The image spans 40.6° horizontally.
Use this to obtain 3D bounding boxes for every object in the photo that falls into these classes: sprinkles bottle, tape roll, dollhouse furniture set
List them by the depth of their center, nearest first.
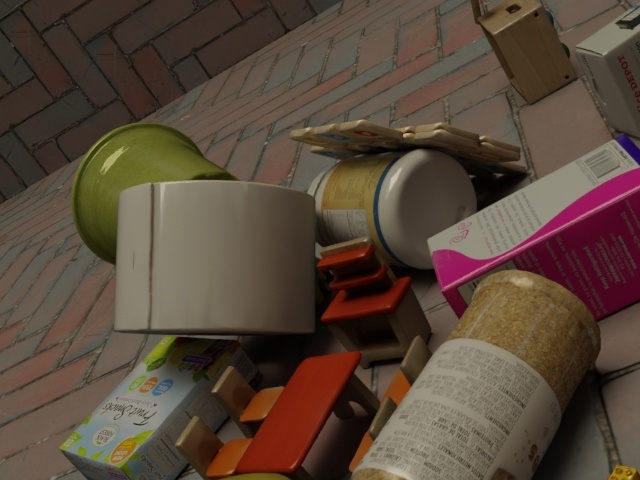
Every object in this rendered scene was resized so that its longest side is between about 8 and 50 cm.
[{"bbox_3d":[0.095,0.177,0.659,0.121,0.121,0.355,-8,34,48],"label":"sprinkles bottle"},{"bbox_3d":[0.005,0.131,0.864,0.262,0.135,0.259,-15,29,40],"label":"dollhouse furniture set"},{"bbox_3d":[-0.127,0.031,1.059,0.246,0.169,0.246,0,-7,0],"label":"tape roll"}]

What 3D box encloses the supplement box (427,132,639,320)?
[{"bbox_3d":[0.227,0.011,0.833,0.220,0.114,0.111,-28,23,13],"label":"supplement box"}]

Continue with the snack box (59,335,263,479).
[{"bbox_3d":[-0.198,0.212,1.072,0.174,0.070,0.207,-6,36,50],"label":"snack box"}]

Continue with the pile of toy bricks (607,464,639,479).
[{"bbox_3d":[0.233,0.167,0.505,0.212,0.105,0.118,-3,37,52],"label":"pile of toy bricks"}]

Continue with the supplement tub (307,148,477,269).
[{"bbox_3d":[0.083,-0.040,1.098,0.144,0.144,0.199,-44,24,-24],"label":"supplement tub"}]

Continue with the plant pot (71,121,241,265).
[{"bbox_3d":[-0.251,-0.054,1.492,0.276,0.276,0.254,-43,34,-20],"label":"plant pot"}]

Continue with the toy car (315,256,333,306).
[{"bbox_3d":[0.000,0.000,1.256,0.225,0.053,0.239,-39,22,-12],"label":"toy car"}]

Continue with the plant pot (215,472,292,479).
[{"bbox_3d":[-0.058,0.252,0.736,0.134,0.134,0.095,-13,12,43],"label":"plant pot"}]

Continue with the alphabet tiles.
[{"bbox_3d":[0.114,-0.118,1.119,0.284,0.278,0.021,4,85,57],"label":"alphabet tiles"}]

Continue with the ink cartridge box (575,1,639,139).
[{"bbox_3d":[0.415,-0.222,1.035,0.175,0.127,0.072,-35,24,1],"label":"ink cartridge box"}]

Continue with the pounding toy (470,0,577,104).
[{"bbox_3d":[0.299,-0.342,1.341,0.094,0.206,0.181,-29,22,11],"label":"pounding toy"}]
